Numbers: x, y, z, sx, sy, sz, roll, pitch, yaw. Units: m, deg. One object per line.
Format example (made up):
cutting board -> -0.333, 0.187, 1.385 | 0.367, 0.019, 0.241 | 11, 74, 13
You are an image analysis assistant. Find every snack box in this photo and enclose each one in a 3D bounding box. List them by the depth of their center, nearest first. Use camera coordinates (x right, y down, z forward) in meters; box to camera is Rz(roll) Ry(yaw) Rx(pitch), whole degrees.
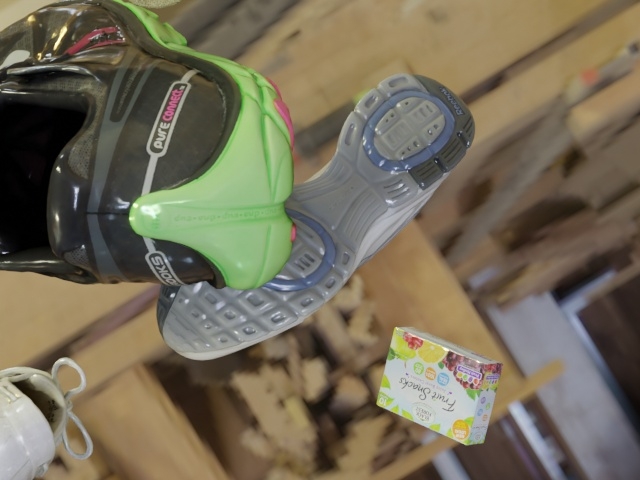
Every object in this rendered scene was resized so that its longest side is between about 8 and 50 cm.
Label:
snack box -> 0.139, 0.170, 1.959 | 0.141, 0.100, 0.037 | 20, -167, 40

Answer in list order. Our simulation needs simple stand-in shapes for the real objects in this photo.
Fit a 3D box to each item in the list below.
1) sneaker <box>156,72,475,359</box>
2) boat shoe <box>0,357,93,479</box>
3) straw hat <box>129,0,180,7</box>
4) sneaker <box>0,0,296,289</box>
sneaker -> 0.000, 0.000, 1.273 | 0.111, 0.297, 0.129 | 47, 158, 15
boat shoe -> -0.309, 0.187, 1.730 | 0.136, 0.156, 0.367 | 62, 171, 0
straw hat -> -0.107, -0.184, 1.071 | 0.061, 0.144, 0.144 | 57, 179, 19
sneaker -> -0.191, -0.079, 1.178 | 0.483, 0.202, 0.185 | 17, 108, 61
